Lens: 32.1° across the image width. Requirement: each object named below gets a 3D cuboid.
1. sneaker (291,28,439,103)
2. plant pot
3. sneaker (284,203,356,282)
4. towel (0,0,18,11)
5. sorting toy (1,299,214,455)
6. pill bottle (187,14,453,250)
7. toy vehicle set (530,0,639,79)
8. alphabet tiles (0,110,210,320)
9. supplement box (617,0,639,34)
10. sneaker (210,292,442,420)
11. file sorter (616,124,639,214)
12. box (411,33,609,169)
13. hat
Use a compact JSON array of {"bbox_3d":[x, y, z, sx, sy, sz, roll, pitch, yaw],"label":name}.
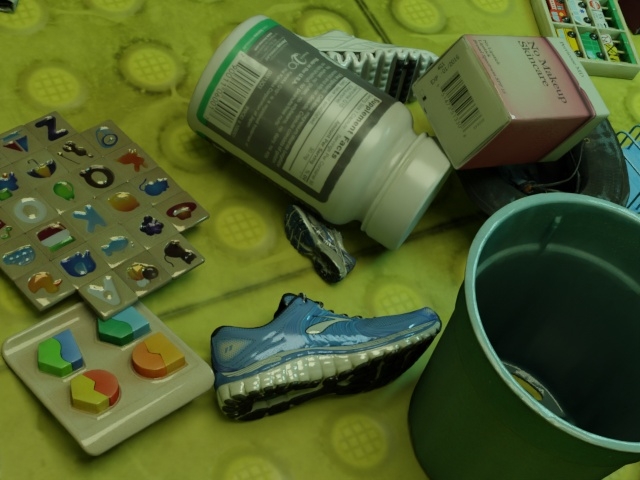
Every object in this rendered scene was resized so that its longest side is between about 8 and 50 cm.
[{"bbox_3d":[0.064,-0.291,1.804,0.292,0.110,0.118,-1,48,-19],"label":"sneaker"},{"bbox_3d":[0.281,0.175,1.396,0.341,0.334,0.341,9,53,-12],"label":"plant pot"},{"bbox_3d":[0.000,0.000,1.613,0.058,0.052,0.135,-26,75,-42],"label":"sneaker"},{"bbox_3d":[-0.601,-0.512,1.762,0.312,0.056,0.324,10,54,-12],"label":"towel"},{"bbox_3d":[-0.266,0.150,1.392,0.193,0.038,0.208,-28,54,-32],"label":"sorting toy"},{"bbox_3d":[0.005,-0.152,1.618,0.361,0.204,0.204,34,53,6],"label":"pill bottle"},{"bbox_3d":[0.480,-0.416,2.067,0.166,0.035,0.266,2,56,-17],"label":"toy vehicle set"},{"bbox_3d":[-0.333,-0.044,1.527,0.285,0.011,0.342,-32,64,-35],"label":"alphabet tiles"},{"bbox_3d":[0.673,-0.466,2.124,0.188,0.104,0.080,-12,60,-26],"label":"supplement box"},{"bbox_3d":[0.009,0.125,1.472,0.330,0.129,0.147,-9,62,-24],"label":"sneaker"},{"bbox_3d":[0.534,-0.127,1.839,0.170,0.104,0.118,-22,65,-29],"label":"file sorter"},{"bbox_3d":[0.272,-0.199,1.586,0.232,0.127,0.148,-9,65,-42],"label":"box"},{"bbox_3d":[0.318,-0.121,1.749,0.331,0.134,0.331,6,63,-12],"label":"hat"}]
